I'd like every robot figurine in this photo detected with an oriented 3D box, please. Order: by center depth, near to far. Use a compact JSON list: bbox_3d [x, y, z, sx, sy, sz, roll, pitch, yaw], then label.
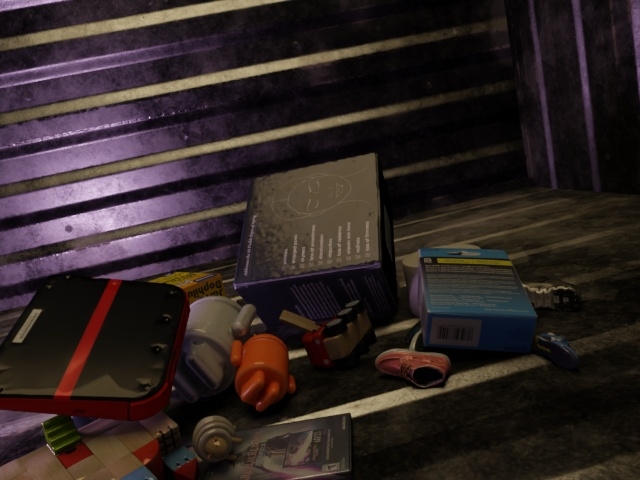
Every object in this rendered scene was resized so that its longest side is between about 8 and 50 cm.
[{"bbox_3d":[-0.138,0.313,1.252,0.158,0.128,0.219,1,22,-2],"label":"robot figurine"},{"bbox_3d":[-0.301,0.277,1.400,0.300,0.199,0.353,-30,15,12],"label":"robot figurine"}]

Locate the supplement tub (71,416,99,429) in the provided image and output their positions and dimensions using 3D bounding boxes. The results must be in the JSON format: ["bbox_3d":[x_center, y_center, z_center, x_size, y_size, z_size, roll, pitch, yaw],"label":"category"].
[{"bbox_3d":[-0.523,0.335,1.215,0.191,0.272,0.191,-12,10,2],"label":"supplement tub"}]

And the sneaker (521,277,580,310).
[{"bbox_3d":[0.622,0.149,1.468,0.234,0.078,0.106,1,13,39],"label":"sneaker"}]

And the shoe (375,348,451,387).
[{"bbox_3d":[0.205,0.292,1.184,0.178,0.063,0.081,-3,8,22],"label":"shoe"}]

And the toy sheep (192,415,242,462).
[{"bbox_3d":[-0.203,0.381,0.994,0.091,0.091,0.132,-16,7,-22],"label":"toy sheep"}]

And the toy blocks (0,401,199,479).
[{"bbox_3d":[-0.373,0.428,0.902,0.261,0.190,0.381,14,26,43],"label":"toy blocks"}]

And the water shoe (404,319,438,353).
[{"bbox_3d":[0.256,0.265,1.326,0.080,0.073,0.203,-39,-3,30],"label":"water shoe"}]

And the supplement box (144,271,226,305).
[{"bbox_3d":[-0.536,0.241,1.969,0.357,0.195,0.194,-2,15,44],"label":"supplement box"}]

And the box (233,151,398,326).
[{"bbox_3d":[0.000,0.000,1.762,0.472,0.297,0.479,-8,51,15],"label":"box"}]

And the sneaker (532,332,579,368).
[{"bbox_3d":[0.530,0.237,1.142,0.059,0.053,0.144,-11,11,-7],"label":"sneaker"}]

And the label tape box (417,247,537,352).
[{"bbox_3d":[0.385,0.139,1.344,0.249,0.115,0.347,2,24,6],"label":"label tape box"}]

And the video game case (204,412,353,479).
[{"bbox_3d":[-0.074,0.409,0.986,0.274,0.026,0.196,-10,10,5],"label":"video game case"}]

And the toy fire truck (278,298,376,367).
[{"bbox_3d":[-0.003,0.258,1.445,0.246,0.158,0.217,-20,6,28],"label":"toy fire truck"}]

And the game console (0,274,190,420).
[{"bbox_3d":[-0.469,0.209,1.091,0.342,0.060,0.386,5,30,-7],"label":"game console"}]

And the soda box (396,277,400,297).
[{"bbox_3d":[0.171,0.181,1.827,0.216,0.069,0.074,-12,11,4],"label":"soda box"}]

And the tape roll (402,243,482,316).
[{"bbox_3d":[0.387,0.124,1.601,0.246,0.169,0.246,-11,10,2],"label":"tape roll"}]
